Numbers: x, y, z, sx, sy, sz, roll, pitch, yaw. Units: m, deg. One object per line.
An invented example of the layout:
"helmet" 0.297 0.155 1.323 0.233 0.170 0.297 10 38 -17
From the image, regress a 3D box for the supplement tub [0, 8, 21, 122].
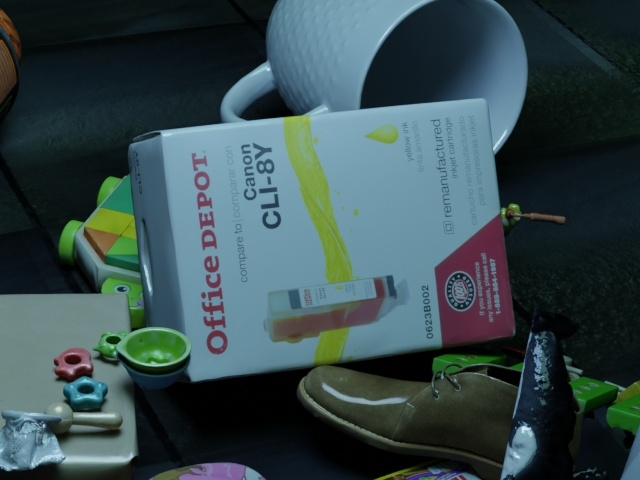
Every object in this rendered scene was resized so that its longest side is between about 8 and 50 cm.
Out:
"supplement tub" -0.517 -0.187 2.325 0.207 0.207 0.338 9 31 6

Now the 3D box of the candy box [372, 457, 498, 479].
"candy box" 0.095 0.277 1.834 0.206 0.027 0.105 -15 38 -30

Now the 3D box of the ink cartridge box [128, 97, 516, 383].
"ink cartridge box" 0.000 0.000 2.003 0.384 0.279 0.160 -7 1 -18

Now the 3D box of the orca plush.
"orca plush" 0.232 0.216 1.750 0.102 0.151 0.287 11 70 7

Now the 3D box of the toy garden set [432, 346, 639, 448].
"toy garden set" 0.272 0.171 1.983 0.244 0.049 0.204 15 11 27

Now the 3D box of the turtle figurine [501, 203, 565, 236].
"turtle figurine" 0.153 -0.012 2.257 0.269 0.087 0.217 -17 33 -18

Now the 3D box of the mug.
"mug" 0.038 -0.224 2.435 0.374 0.276 0.328 -30 34 -19

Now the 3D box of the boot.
"boot" 0.127 0.167 1.883 0.305 0.115 0.112 15 27 9

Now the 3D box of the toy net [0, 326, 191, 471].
"toy net" -0.231 0.138 1.675 0.122 0.045 0.232 27 38 30

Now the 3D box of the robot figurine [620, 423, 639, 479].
"robot figurine" 0.404 0.299 1.679 0.300 0.200 0.353 -1 32 -16

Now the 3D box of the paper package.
"paper package" -0.346 0.194 1.770 0.325 0.168 0.309 0 32 -8

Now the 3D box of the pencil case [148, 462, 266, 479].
"pencil case" -0.061 0.353 1.551 0.160 0.167 0.386 -3 32 -18

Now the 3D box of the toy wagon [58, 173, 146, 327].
"toy wagon" -0.180 0.016 2.178 0.267 0.068 0.344 13 32 13
